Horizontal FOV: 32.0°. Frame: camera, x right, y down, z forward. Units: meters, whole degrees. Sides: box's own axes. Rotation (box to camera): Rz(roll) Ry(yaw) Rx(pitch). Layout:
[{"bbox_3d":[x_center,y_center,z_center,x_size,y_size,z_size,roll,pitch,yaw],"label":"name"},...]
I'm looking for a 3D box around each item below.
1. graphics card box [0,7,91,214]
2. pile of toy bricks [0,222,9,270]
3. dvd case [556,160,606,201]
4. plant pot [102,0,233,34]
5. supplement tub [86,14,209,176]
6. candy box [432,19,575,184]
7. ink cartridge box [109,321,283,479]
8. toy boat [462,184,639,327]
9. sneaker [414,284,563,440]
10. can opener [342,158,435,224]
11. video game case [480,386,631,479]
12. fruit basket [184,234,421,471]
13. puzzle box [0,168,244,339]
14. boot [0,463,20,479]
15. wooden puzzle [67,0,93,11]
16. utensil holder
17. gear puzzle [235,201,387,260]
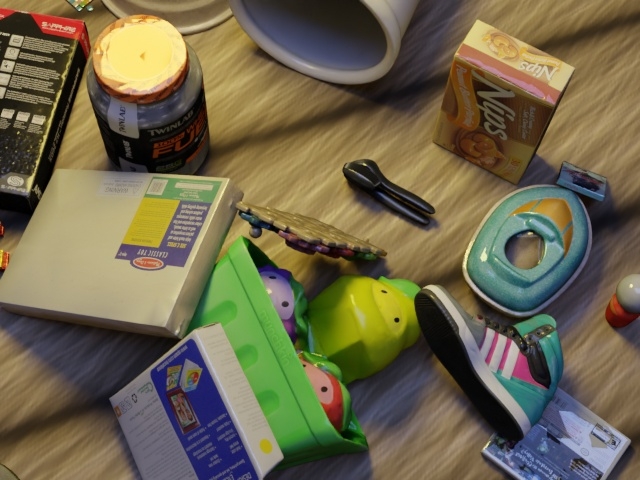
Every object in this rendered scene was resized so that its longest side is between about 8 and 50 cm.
[{"bbox_3d":[-0.579,-0.243,2.030,0.233,0.094,0.370,10,66,2],"label":"graphics card box"},{"bbox_3d":[-0.650,0.000,1.919,0.212,0.105,0.118,-1,67,-3],"label":"pile of toy bricks"},{"bbox_3d":[0.472,-0.108,2.012,0.087,0.119,0.013,23,113,8],"label":"dvd case"},{"bbox_3d":[-0.281,-0.605,2.076,0.334,0.305,0.333,1,68,-2],"label":"plant pot"},{"bbox_3d":[-0.293,-0.237,1.917,0.194,0.316,0.193,1,68,-1],"label":"supplement tub"},{"bbox_3d":[0.308,-0.231,1.935,0.183,0.316,0.087,28,70,9],"label":"candy box"},{"bbox_3d":[-0.182,0.321,1.702,0.072,0.304,0.307,-16,75,-44],"label":"ink cartridge box"},{"bbox_3d":[0.421,0.037,1.919,0.318,0.148,0.267,32,70,11],"label":"toy boat"},{"bbox_3d":[0.296,0.160,1.832,0.178,0.124,0.295,-39,98,-25],"label":"sneaker"},{"bbox_3d":[0.121,-0.085,2.012,0.186,0.059,0.073,33,43,1],"label":"can opener"},{"bbox_3d":[0.392,0.344,1.860,0.190,0.022,0.173,37,70,12],"label":"video game case"},{"bbox_3d":[-0.001,0.162,1.809,0.392,0.283,0.392,-4,75,14],"label":"fruit basket"},{"bbox_3d":[-0.341,0.014,1.846,0.409,0.052,0.272,6,63,35],"label":"puzzle box"},{"bbox_3d":[-0.484,0.434,1.715,0.083,0.161,0.246,-28,71,-13],"label":"boot"},{"bbox_3d":[-0.470,-0.477,2.177,0.083,0.006,0.049,41,72,14],"label":"wooden puzzle"},{"bbox_3d":[0.056,-0.538,2.052,0.328,0.327,0.385,23,68,7],"label":"utensil holder"},{"bbox_3d":[0.000,0.000,1.856,0.175,0.339,0.044,25,98,30],"label":"gear puzzle"}]
